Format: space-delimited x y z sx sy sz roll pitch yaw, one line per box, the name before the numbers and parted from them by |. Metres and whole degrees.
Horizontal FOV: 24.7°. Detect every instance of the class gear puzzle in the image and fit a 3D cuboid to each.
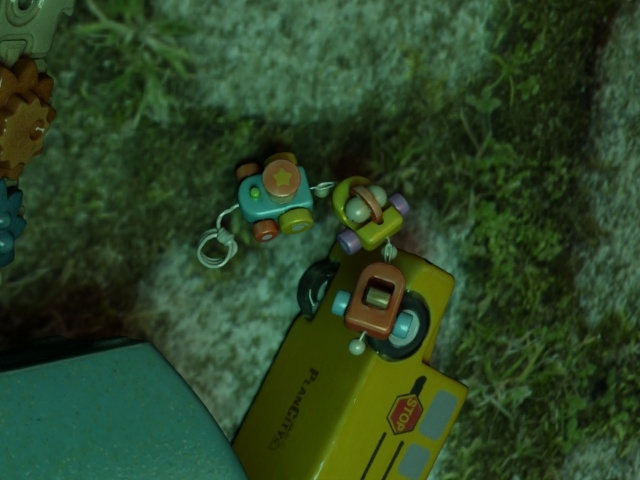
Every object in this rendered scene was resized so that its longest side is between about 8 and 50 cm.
gear puzzle | -0.195 -0.107 0.858 0.175 0.044 0.339 -18 129 -60

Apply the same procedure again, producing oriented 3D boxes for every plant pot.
plant pot | -0.179 0.194 0.919 0.248 0.247 0.252 -11 94 -33

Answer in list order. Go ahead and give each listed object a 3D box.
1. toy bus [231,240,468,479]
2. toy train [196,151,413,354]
toy bus | 0.008 0.168 1.119 0.130 0.108 0.332 30 85 -38
toy train | 0.000 0.000 1.038 0.046 0.166 0.125 98 16 -67
